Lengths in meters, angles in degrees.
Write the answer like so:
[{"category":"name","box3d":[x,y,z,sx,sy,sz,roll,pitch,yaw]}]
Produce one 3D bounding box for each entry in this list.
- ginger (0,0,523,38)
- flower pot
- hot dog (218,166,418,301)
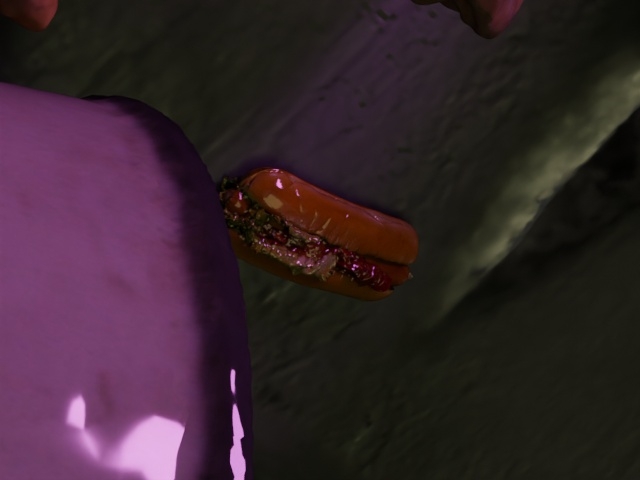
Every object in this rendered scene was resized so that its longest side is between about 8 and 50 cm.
[{"category":"ginger","box3d":[-0.052,-0.113,0.489,0.290,0.122,0.084,4,154,-31]},{"category":"flower pot","box3d":[-0.220,0.075,0.429,0.330,0.293,0.293,12,118,-27]},{"category":"hot dog","box3d":[0.000,0.000,0.646,0.083,0.021,0.037,17,114,-35]}]
